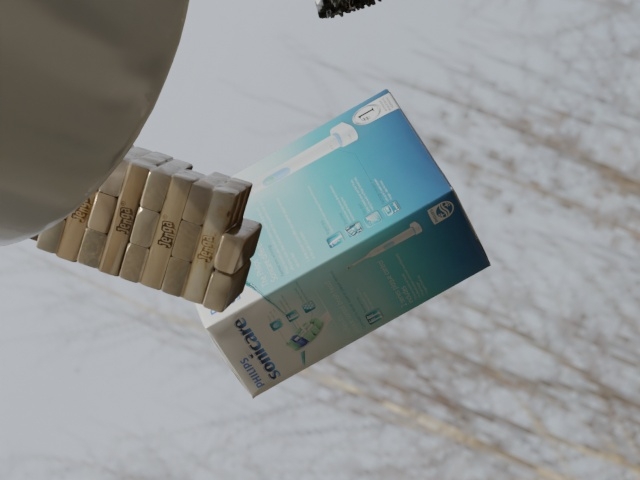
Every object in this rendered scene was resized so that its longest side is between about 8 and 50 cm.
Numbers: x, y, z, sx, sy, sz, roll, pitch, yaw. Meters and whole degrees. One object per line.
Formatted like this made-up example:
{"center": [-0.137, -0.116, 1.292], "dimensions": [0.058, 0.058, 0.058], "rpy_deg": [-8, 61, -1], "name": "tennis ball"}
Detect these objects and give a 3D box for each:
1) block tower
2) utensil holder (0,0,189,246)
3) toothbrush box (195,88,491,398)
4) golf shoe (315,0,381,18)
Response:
{"center": [-0.213, -0.044, 1.338], "dimensions": [0.097, 0.335, 0.091], "rpy_deg": [-47, -26, -80], "name": "block tower"}
{"center": [-0.306, -0.180, 0.952], "dimensions": [0.385, 0.327, 0.328], "rpy_deg": [18, -85, -45], "name": "utensil holder"}
{"center": [0.000, 0.000, 1.863], "dimensions": [0.295, 0.216, 0.126], "rpy_deg": [-29, -51, 0], "name": "toothbrush box"}
{"center": [0.035, -0.261, 1.421], "dimensions": [0.077, 0.094, 0.198], "rpy_deg": [-15, -22, -27], "name": "golf shoe"}
